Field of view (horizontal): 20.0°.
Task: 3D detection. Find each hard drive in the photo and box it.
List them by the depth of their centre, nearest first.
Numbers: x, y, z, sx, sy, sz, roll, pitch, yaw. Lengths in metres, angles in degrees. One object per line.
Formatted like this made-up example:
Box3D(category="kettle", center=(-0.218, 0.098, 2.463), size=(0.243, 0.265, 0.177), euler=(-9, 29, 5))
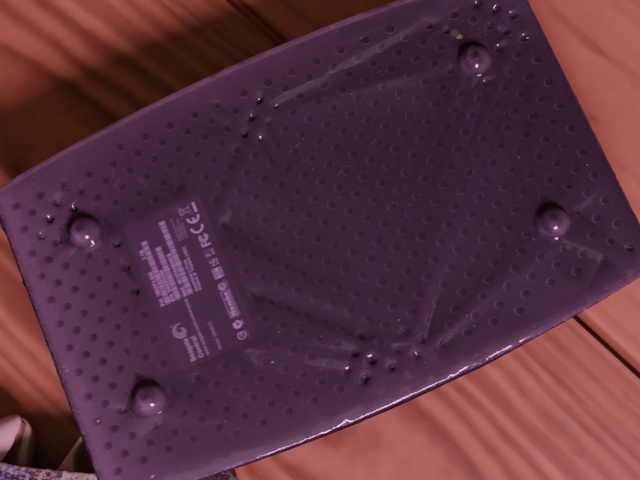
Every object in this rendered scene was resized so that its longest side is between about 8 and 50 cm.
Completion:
Box3D(category="hard drive", center=(0.000, 0.000, 0.803), size=(0.254, 0.054, 0.172), euler=(-24, 72, 0))

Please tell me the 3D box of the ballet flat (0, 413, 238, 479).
Box3D(category="ballet flat", center=(-0.125, 0.114, 0.840), size=(0.188, 0.070, 0.070), euler=(9, 89, 6))
